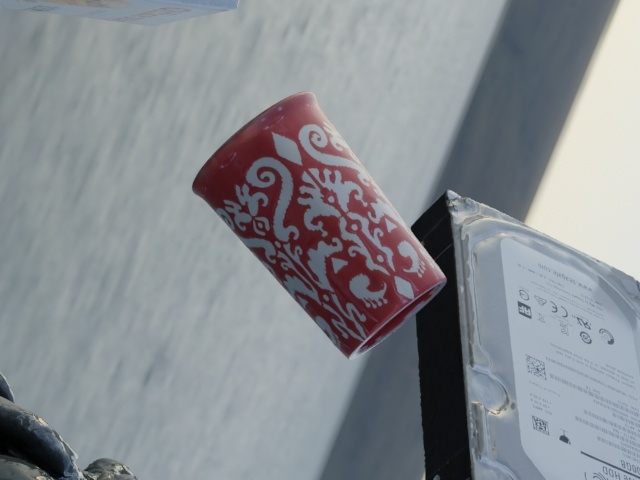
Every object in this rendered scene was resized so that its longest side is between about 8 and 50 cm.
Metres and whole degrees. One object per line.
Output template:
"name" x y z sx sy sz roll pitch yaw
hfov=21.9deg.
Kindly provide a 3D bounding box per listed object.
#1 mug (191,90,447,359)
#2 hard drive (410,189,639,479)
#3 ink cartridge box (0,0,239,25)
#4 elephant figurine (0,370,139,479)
"mug" 0.007 -0.007 1.201 0.113 0.169 0.150 -41 170 5
"hard drive" 0.186 0.133 1.285 0.064 0.237 0.339 -47 -151 37
"ink cartridge box" -0.158 -0.191 0.723 0.171 0.233 0.168 -166 -100 -69
"elephant figurine" -0.181 0.149 0.895 0.239 0.169 0.186 -128 -158 -62
